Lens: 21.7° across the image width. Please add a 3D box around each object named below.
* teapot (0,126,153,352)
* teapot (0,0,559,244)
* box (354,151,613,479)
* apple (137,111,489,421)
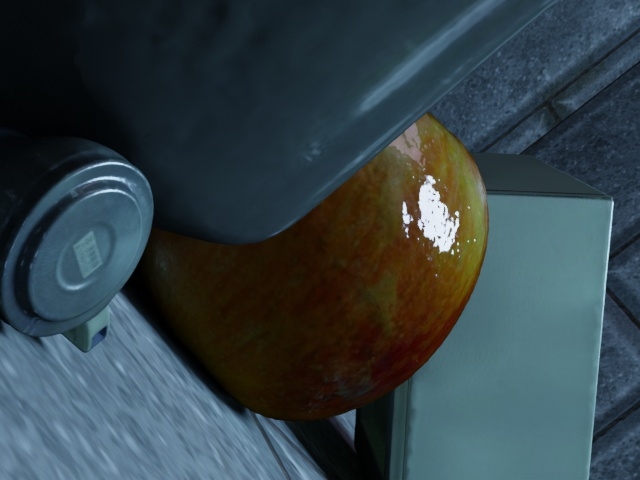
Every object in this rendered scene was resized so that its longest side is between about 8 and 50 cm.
[{"bbox_3d":[-0.094,-0.001,0.558,0.057,0.066,0.088,34,-30,30],"label":"teapot"},{"bbox_3d":[0.011,-0.184,0.589,0.306,0.361,0.376,66,18,1],"label":"teapot"},{"bbox_3d":[0.091,0.066,1.061,0.225,0.117,0.225,-119,-148,-80],"label":"box"},{"bbox_3d":[0.000,0.000,0.852,0.160,0.173,0.195,50,6,27],"label":"apple"}]
